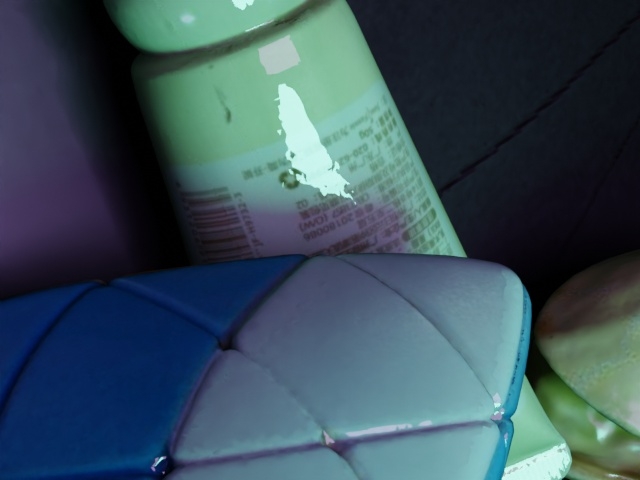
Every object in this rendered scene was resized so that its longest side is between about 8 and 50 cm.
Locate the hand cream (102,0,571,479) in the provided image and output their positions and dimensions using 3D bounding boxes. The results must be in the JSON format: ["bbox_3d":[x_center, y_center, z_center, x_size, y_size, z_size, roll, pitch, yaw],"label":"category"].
[{"bbox_3d":[0.000,0.000,0.785,0.147,0.093,0.306,-23,106,-8],"label":"hand cream"}]

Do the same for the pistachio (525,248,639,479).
[{"bbox_3d":[0.192,0.066,0.892,0.215,0.144,0.144,-7,95,-24],"label":"pistachio"}]

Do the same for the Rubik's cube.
[{"bbox_3d":[-0.029,0.153,0.694,0.254,0.254,0.254,-1,91,-35],"label":"Rubik's cube"}]
